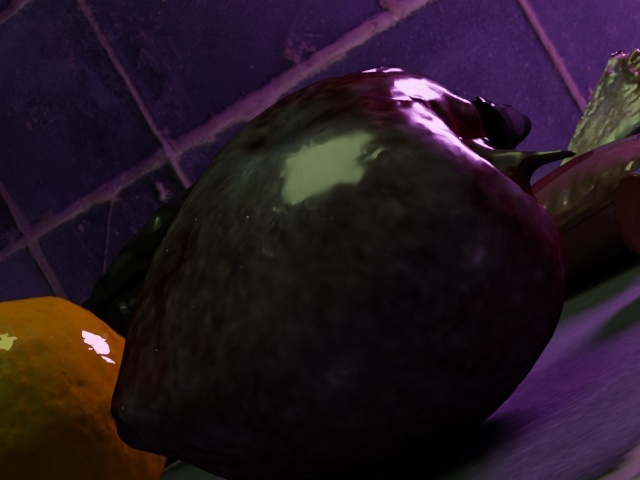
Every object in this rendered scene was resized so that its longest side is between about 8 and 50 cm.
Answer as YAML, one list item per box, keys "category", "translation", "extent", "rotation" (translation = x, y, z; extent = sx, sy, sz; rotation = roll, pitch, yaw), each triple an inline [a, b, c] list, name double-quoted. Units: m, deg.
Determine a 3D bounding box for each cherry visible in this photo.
- category: "cherry"
  translation: [0.011, 0.027, 1.020]
  extent: [0.300, 0.203, 0.230]
  rotation: [-37, 40, 5]

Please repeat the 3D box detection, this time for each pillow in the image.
- category: "pillow"
  translation: [0.207, -0.021, 1.407]
  extent: [0.223, 0.084, 0.236]
  rotation: [-32, -3, 27]

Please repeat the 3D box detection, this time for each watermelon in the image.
- category: "watermelon"
  translation: [0.281, -0.068, 1.579]
  extent: [0.146, 0.128, 0.231]
  rotation: [-54, -26, -4]

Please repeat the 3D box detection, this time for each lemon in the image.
- category: "lemon"
  translation: [-0.249, 0.163, 1.388]
  extent: [0.288, 0.233, 0.233]
  rotation: [-32, 1, 2]

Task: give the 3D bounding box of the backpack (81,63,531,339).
- category: "backpack"
  translation: [0.000, 0.000, 1.739]
  extent: [0.363, 0.255, 0.445]
  rotation: [-30, -13, -51]

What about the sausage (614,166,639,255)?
- category: "sausage"
  translation: [0.318, -0.072, 1.193]
  extent: [0.274, 0.074, 0.074]
  rotation: [-29, 1, -21]
